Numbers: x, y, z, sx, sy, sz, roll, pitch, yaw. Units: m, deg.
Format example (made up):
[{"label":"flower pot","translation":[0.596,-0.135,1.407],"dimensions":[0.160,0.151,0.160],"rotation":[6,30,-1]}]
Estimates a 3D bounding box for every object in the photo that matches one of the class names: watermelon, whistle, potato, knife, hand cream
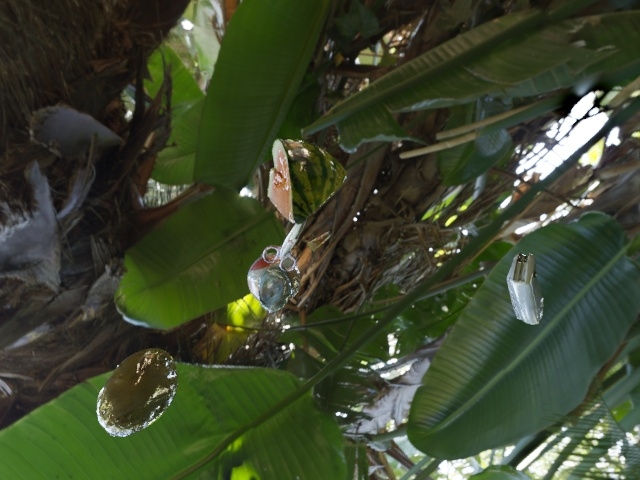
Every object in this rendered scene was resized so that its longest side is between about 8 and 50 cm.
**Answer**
[{"label":"watermelon","translation":[-0.053,-0.148,0.831],"dimensions":[0.159,0.303,0.128],"rotation":[-39,-66,-2]},{"label":"whistle","translation":[-0.152,0.135,1.339],"dimensions":[0.188,0.189,0.348],"rotation":[18,-174,-10]},{"label":"potato","translation":[-0.440,0.366,0.997],"dimensions":[0.235,0.159,0.178],"rotation":[-38,-65,-77]},{"label":"knife","translation":[0.347,0.083,0.688],"dimensions":[0.040,0.265,0.073],"rotation":[13,-104,34]},{"label":"hand cream","translation":[0.000,0.000,1.345],"dimensions":[0.035,0.022,0.102],"rotation":[49,-131,8]}]

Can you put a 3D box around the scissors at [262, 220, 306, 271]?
[{"label":"scissors","translation":[-0.071,0.003,0.945],"dimensions":[0.085,0.176,0.022],"rotation":[28,-143,-7]}]
